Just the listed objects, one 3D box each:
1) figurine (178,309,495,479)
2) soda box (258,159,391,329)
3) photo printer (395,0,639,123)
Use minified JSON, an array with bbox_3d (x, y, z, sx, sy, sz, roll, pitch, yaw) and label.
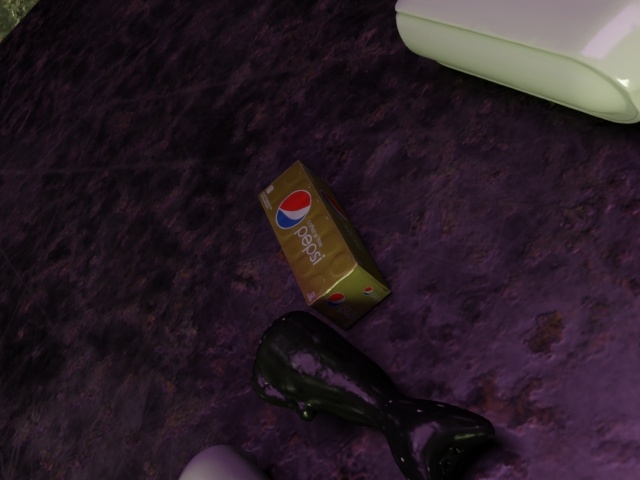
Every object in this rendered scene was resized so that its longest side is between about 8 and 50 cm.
[{"bbox_3d":[0.005,0.187,0.596,0.209,0.092,0.214,23,79,45],"label":"figurine"},{"bbox_3d":[0.000,0.000,0.754,0.061,0.058,0.181,-41,42,12],"label":"soda box"},{"bbox_3d":[0.240,-0.243,0.673,0.256,0.107,0.307,-51,40,0],"label":"photo printer"}]
